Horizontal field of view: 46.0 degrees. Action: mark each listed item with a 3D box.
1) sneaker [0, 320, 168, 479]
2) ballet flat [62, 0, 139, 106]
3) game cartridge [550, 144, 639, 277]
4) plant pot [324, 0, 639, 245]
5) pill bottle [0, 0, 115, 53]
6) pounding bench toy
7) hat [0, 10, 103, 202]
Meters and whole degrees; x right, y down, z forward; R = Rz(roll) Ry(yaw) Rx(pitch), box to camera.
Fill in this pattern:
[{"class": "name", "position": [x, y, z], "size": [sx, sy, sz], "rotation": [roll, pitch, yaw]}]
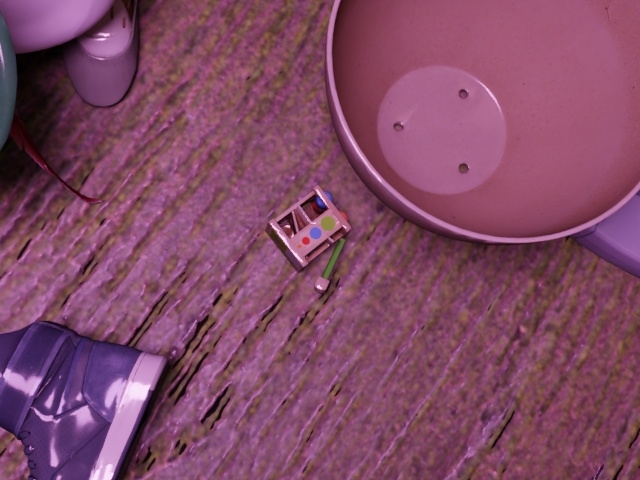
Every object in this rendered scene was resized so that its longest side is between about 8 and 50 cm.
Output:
[{"class": "sneaker", "position": [-0.244, 0.179, 0.631], "size": [0.163, 0.086, 0.226], "rotation": [21, 79, -5]}, {"class": "ballet flat", "position": [-0.205, -0.235, 0.709], "size": [0.072, 0.068, 0.213], "rotation": [5, 81, -10]}, {"class": "game cartridge", "position": [0.370, -0.050, 0.763], "size": [0.297, 0.062, 0.198], "rotation": [24, 84, -3]}, {"class": "plant pot", "position": [0.133, -0.126, 0.673], "size": [0.284, 0.191, 0.284], "rotation": [1, 82, -7]}, {"class": "pill bottle", "position": [-0.288, -0.360, 0.627], "size": [0.210, 0.210, 0.363], "rotation": [-10, 71, -9]}, {"class": "pounding bench toy", "position": [0.000, 0.000, 0.707], "size": [0.065, 0.052, 0.083], "rotation": [-37, 88, -11]}, {"class": "hat", "position": [-0.286, -0.125, 0.603], "size": [0.173, 0.183, 0.208], "rotation": [8, 105, 3]}]
